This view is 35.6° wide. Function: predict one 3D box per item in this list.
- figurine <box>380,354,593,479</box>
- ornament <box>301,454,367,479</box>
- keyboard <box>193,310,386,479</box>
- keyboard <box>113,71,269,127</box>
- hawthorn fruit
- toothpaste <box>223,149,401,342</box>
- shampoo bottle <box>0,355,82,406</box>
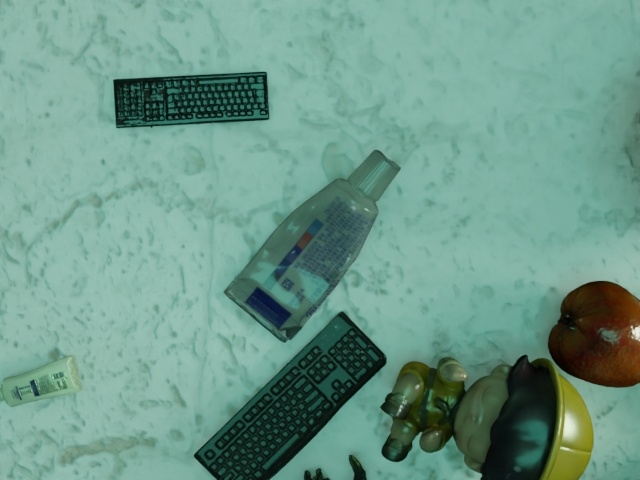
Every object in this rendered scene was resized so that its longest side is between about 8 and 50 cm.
[{"bbox_3d":[0.213,0.225,1.252,0.257,0.167,0.192,19,109,22],"label":"figurine"},{"bbox_3d":[0.012,0.408,1.313,0.202,0.080,0.236,36,95,3],"label":"ornament"},{"bbox_3d":[-0.078,0.257,1.322,0.381,0.041,0.103,-44,91,5],"label":"keyboard"},{"bbox_3d":[-0.169,-0.183,1.305,0.202,0.011,0.067,-3,94,2],"label":"keyboard"},{"bbox_3d":[0.365,0.121,1.251,0.138,0.133,0.132,24,95,-14],"label":"hawthorn fruit"},{"bbox_3d":[0.001,0.001,1.294,0.282,0.068,0.099,-50,61,14],"label":"toothpaste"},{"bbox_3d":[-0.391,0.195,1.334,0.141,0.034,0.049,-15,101,4],"label":"shampoo bottle"}]
